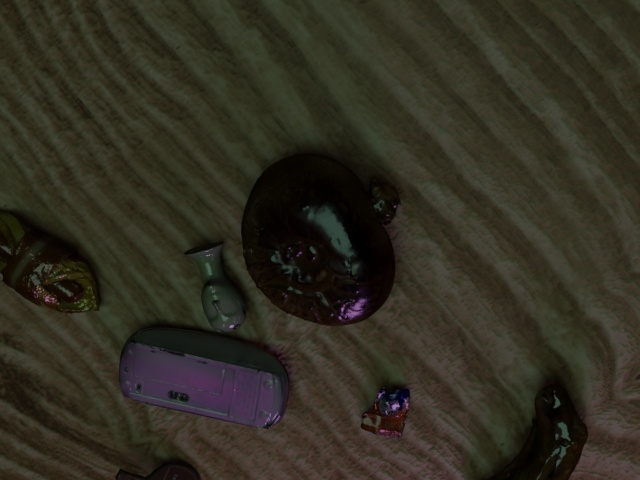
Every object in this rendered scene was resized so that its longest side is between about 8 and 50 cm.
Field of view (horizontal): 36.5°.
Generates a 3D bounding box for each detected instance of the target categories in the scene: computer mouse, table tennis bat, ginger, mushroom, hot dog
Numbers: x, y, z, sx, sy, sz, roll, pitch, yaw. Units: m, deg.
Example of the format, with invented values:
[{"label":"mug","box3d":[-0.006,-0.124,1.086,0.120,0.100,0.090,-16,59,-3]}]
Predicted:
[{"label":"computer mouse","box3d":[-0.208,0.248,1.744,0.310,0.072,0.158,11,110,5]},{"label":"table tennis bat","box3d":[-0.321,0.457,1.863,0.170,0.119,0.107,25,84,-23]},{"label":"ginger","box3d":[0.371,0.390,1.689,0.133,0.107,0.309,40,111,20]},{"label":"mushroom","box3d":[0.002,0.001,1.588,0.278,0.163,0.297,-30,99,17]},{"label":"hot dog","box3d":[-0.502,0.049,1.714,0.261,0.093,0.123,31,109,-2]}]

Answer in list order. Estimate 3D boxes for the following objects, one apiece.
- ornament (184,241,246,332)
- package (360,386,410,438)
[{"label":"ornament","box3d":[-0.179,0.085,1.687,0.075,0.081,0.156,-15,100,8]},{"label":"package","box3d":[0.119,0.304,1.736,0.077,0.033,0.110,2,124,-16]}]
